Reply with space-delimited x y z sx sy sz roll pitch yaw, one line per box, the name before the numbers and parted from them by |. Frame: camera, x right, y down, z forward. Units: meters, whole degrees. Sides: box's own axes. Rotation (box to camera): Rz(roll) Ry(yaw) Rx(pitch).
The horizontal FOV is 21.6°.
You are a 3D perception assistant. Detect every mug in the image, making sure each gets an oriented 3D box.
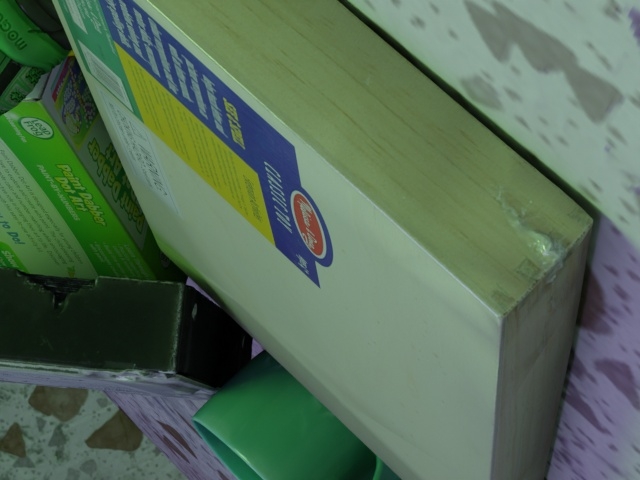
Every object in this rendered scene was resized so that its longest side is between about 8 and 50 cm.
mug | 0.003 0.137 1.097 0.158 0.097 0.129 39 165 26

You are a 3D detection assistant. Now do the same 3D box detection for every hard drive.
hard drive | -0.181 0.065 1.127 0.237 0.064 0.339 5 173 4

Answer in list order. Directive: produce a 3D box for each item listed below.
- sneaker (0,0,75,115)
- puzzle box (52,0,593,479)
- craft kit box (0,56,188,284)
sneaker | -0.247 -0.136 0.943 0.134 0.146 0.343 53 169 -27
puzzle box | 0.000 0.000 0.787 0.272 0.052 0.409 43 167 18
craft kit box | -0.242 -0.043 1.153 0.246 0.061 0.250 5 149 21
